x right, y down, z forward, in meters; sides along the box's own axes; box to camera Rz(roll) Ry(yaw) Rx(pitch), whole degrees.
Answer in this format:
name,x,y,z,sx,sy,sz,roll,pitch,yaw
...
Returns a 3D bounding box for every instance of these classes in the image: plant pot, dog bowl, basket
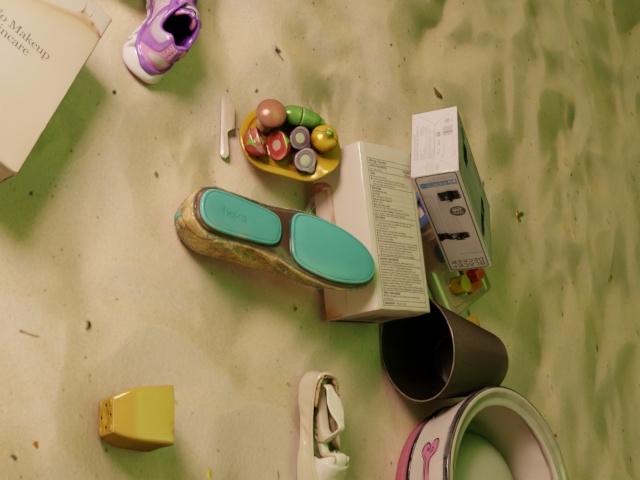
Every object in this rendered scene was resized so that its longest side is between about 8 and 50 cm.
name,x,y,z,sx,sy,sz,roll,pitch,yaw
plant pot,-0.252,0.239,1.328,0.083,0.081,0.081,10,67,-34
dog bowl,0.295,0.478,1.797,0.408,0.150,0.408,22,59,-43
basket,0.241,0.213,1.847,0.227,0.154,0.204,19,47,-49

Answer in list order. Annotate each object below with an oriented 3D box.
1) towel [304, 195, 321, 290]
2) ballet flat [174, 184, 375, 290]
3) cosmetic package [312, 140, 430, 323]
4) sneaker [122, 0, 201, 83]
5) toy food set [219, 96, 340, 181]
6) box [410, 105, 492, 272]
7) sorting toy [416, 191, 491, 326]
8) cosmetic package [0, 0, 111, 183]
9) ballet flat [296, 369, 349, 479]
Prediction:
name,x,y,z,sx,sy,sz,roll,pitch,yaw
towel,0.000,0.000,1.752,0.113,0.023,0.152,51,44,-21
ballet flat,-0.075,0.006,1.571,0.349,0.123,0.123,20,60,-30
cosmetic package,0.086,-0.009,1.740,0.153,0.129,0.296,9,72,-45
sneaker,-0.230,-0.358,1.572,0.095,0.104,0.236,36,49,-32
toy food set,-0.061,-0.178,1.646,0.218,0.071,0.128,12,66,-13
box,0.252,-0.091,1.871,0.290,0.087,0.169,60,27,-47
sorting toy,0.285,0.050,2.038,0.196,0.047,0.347,-27,96,-50
cosmetic package,-0.419,-0.228,1.298,0.160,0.113,0.309,42,48,-30
ballet flat,0.006,0.328,1.581,0.086,0.086,0.248,13,66,-45
